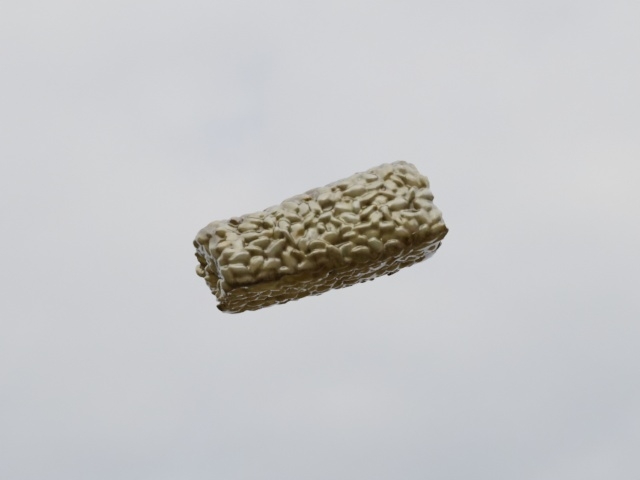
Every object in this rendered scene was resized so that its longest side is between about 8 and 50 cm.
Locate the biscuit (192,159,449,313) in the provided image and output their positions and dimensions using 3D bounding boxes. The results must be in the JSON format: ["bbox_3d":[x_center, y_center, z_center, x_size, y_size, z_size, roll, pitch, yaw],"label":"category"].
[{"bbox_3d":[0.000,0.000,1.076,0.168,0.070,0.082,-18,-22,-12],"label":"biscuit"}]
